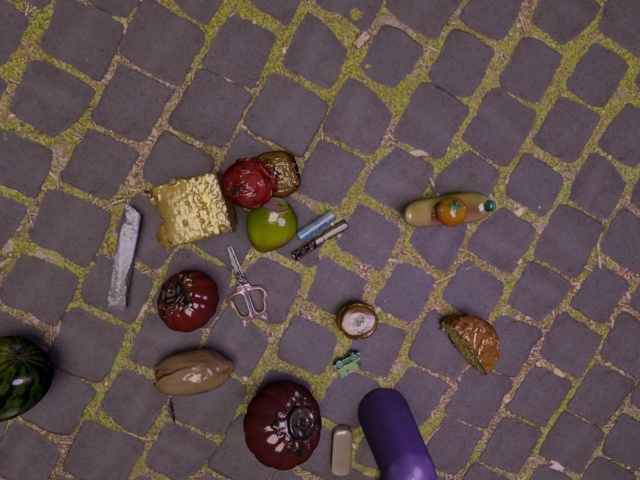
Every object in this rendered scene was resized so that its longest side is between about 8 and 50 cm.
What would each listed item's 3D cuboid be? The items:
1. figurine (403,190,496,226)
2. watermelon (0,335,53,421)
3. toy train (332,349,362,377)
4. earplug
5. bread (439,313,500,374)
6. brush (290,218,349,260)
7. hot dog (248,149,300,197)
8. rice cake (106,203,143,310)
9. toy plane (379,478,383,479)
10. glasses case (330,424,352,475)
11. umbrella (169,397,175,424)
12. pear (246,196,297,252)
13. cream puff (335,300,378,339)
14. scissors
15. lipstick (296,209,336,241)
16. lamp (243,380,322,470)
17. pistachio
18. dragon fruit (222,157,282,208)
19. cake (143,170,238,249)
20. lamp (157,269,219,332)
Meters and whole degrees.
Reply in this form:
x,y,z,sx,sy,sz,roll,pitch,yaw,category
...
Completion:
x,y,z,sx,sy,sz,roll,pitch,yaw,category
0.473,-0.108,1.511,0.325,0.222,0.124,-8,99,-5,figurine
-1.084,0.468,1.386,0.286,0.285,0.284,-1,96,-6,watermelon
0.110,0.489,1.624,0.122,0.050,0.081,-26,102,-3,toy train
0.278,0.741,1.464,0.215,0.456,0.215,-1,99,-5,earplug
0.610,0.388,1.615,0.147,0.160,0.260,-39,95,-9,bread
0.000,0.000,1.568,0.248,0.036,0.043,-32,102,-2,brush
-0.205,-0.230,1.488,0.259,0.114,0.175,-13,102,0,hot dog
-0.713,0.064,1.489,0.070,0.064,0.398,11,95,-16,rice cake
0.273,1.020,1.682,0.213,0.088,0.267,-12,89,-6,toy plane
0.086,0.853,1.657,0.083,0.050,0.196,4,95,-4,glasses case
-0.578,0.665,1.589,0.013,0.022,0.122,-13,109,-30,umbrella
-0.177,-0.049,1.477,0.188,0.187,0.219,6,130,-6,pear
0.142,0.309,1.574,0.165,0.115,0.150,21,87,2,cream puff
-0.296,0.169,1.562,0.160,0.024,0.317,-17,98,-2,scissors
-0.015,-0.055,1.554,0.158,0.048,0.048,-35,98,-2,lipstick
-0.136,0.678,1.509,0.303,0.257,0.302,16,61,-33,lamp
-0.469,0.490,1.512,0.293,0.181,0.162,-9,59,-8,pistachio
-0.234,-0.190,1.343,0.172,0.210,0.172,14,115,31,dragon fruit
-0.453,-0.102,1.418,0.286,0.222,0.227,-14,96,-3,cake
-0.476,0.212,1.452,0.227,0.227,0.226,-1,96,-6,lamp
